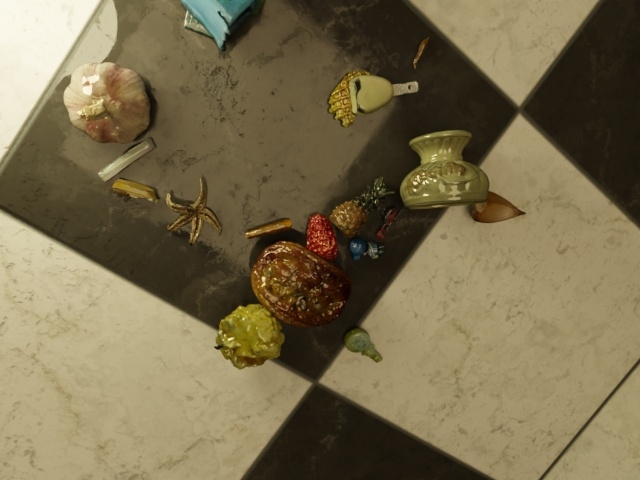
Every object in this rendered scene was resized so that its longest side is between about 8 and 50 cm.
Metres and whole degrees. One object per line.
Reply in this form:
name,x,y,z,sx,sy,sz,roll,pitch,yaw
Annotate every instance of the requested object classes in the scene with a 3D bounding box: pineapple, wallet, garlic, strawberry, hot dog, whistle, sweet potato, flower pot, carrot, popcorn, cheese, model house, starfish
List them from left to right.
garlic,-0.634,-0.391,1.278,0.244,0.253,0.245,-2,113,-6
starfish,-0.425,-0.096,1.501,0.213,0.057,0.238,19,104,-24
wallet,-0.353,-0.685,1.369,0.129,0.026,0.088,16,101,-15
model house,-0.247,-0.747,1.256,0.215,0.237,0.303,44,83,-19
popcorn,-0.255,0.342,1.557,0.249,0.225,0.250,0,89,27
carrot,-0.186,-0.039,1.575,0.170,0.042,0.042,-15,107,-4
hot dog,-0.057,0.166,1.567,0.387,0.174,0.267,33,99,-24
strawberry,0.000,0.000,1.602,0.121,0.082,0.188,-15,110,-5
pineapple,0.151,-0.124,1.584,0.248,0.128,0.128,-42,109,-4
whistle,0.177,0.425,1.772,0.104,0.057,0.198,-42,116,13
cheese,0.220,-0.501,1.483,0.251,0.054,0.127,-14,107,-17
sweet potato,0.346,-0.654,1.527,0.026,0.026,0.115,23,102,-17
flower pot,0.420,-0.240,1.524,0.307,0.307,0.244,-5,90,-10
garlic,0.659,-0.131,1.691,0.206,0.128,0.115,5,60,-16

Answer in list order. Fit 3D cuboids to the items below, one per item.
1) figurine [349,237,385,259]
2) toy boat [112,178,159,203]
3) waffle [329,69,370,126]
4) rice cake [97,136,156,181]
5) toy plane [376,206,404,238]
figurine,0.176,0.030,1.650,0.136,0.079,0.077,-1,64,-7
toy boat,-0.608,-0.160,1.450,0.149,0.047,0.049,18,114,-13
waffle,0.121,-0.489,1.510,0.149,0.051,0.194,36,95,-17
rice cake,-0.626,-0.262,1.424,0.206,0.036,0.047,-37,121,-1
toy plane,0.253,-0.075,1.657,0.060,0.037,0.145,30,93,-28
